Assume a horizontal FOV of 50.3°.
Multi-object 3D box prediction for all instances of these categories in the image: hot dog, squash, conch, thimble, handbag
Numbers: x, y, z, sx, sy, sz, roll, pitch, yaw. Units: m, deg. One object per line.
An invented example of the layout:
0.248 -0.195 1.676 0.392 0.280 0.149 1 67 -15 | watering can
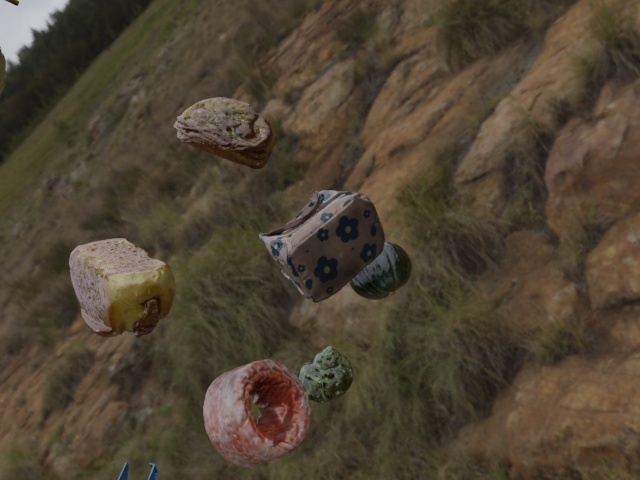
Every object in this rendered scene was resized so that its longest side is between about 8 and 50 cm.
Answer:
-0.541 0.141 1.853 0.185 0.223 0.405 -10 17 -34 | hot dog
-0.259 -0.297 1.850 0.122 0.272 0.196 114 -179 -46 | hot dog
0.184 0.095 2.141 0.218 0.172 0.218 -39 -14 -12 | squash
0.005 0.382 1.950 0.182 0.124 0.187 -57 36 6 | conch
-0.147 0.403 1.590 0.162 0.239 0.239 -27 21 39 | thimble
0.000 0.000 1.600 0.251 0.190 0.193 -39 34 -18 | handbag

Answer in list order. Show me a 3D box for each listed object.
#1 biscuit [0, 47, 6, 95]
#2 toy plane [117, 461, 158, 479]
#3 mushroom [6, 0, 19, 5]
-0.937 -0.489 1.932 0.252 0.052 0.150 155 119 -72 | biscuit
-0.409 0.614 1.458 0.105 0.271 0.254 0 31 27 | toy plane
-0.836 -0.641 1.785 0.049 0.101 0.019 -11 -55 -83 | mushroom
